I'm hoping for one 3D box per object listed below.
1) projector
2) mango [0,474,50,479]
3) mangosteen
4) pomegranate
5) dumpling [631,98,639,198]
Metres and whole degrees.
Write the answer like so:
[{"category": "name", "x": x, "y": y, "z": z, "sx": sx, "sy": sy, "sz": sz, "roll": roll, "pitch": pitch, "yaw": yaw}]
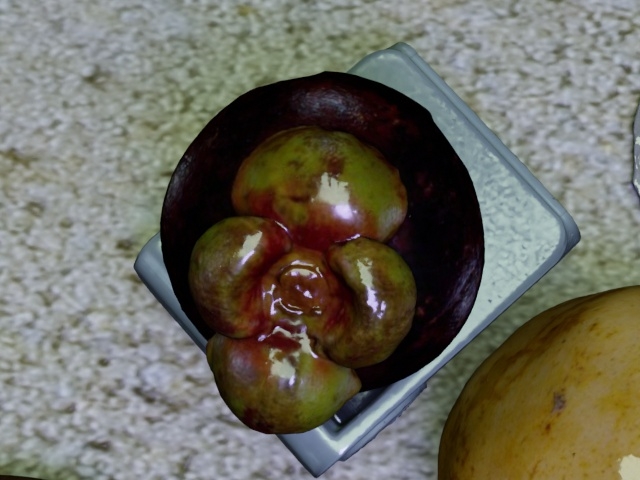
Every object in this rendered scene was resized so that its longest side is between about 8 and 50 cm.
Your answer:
[{"category": "projector", "x": 0.027, "y": 0.014, "z": 0.961, "sx": 0.250, "sy": 0.108, "sz": 0.198, "roll": -41, "pitch": 81, "yaw": -10}, {"category": "mango", "x": -0.253, "y": 0.225, "z": 0.909, "sx": 0.267, "sy": 0.111, "sz": 0.133, "roll": -3, "pitch": 62, "yaw": 0}, {"category": "mangosteen", "x": 0.000, "y": 0.000, "z": 0.806, "sx": 0.209, "sy": 0.210, "sz": 0.210, "roll": 0, "pitch": 78, "yaw": -1}, {"category": "pomegranate", "x": 0.210, "y": 0.152, "z": 0.856, "sx": 0.264, "sy": 0.264, "sz": 0.264, "roll": 0, "pitch": 78, "yaw": -1}, {"category": "dumpling", "x": 0.296, "y": -0.069, "z": 0.995, "sx": 0.150, "sy": 0.092, "sz": 0.176, "roll": -34, "pitch": 86, "yaw": 7}]
